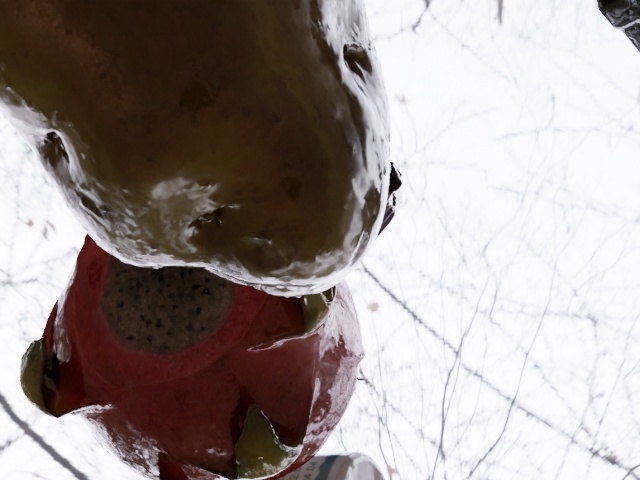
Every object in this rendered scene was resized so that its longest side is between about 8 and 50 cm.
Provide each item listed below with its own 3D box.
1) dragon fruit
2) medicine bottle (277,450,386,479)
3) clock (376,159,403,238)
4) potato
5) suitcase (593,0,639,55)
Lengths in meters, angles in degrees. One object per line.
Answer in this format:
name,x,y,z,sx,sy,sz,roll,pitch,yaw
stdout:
dragon fruit,-0.107,0.076,1.006,0.290,0.189,0.291,-5,-105,19
medicine bottle,-0.055,0.294,1.242,0.236,0.139,0.139,-8,-110,26
clock,0.000,0.000,1.401,0.083,0.186,0.253,40,-93,8
potato,-0.079,-0.146,0.518,0.195,0.176,0.369,-25,-78,-22
suitcase,0.241,-0.198,0.682,0.206,0.066,0.285,45,-127,-18
